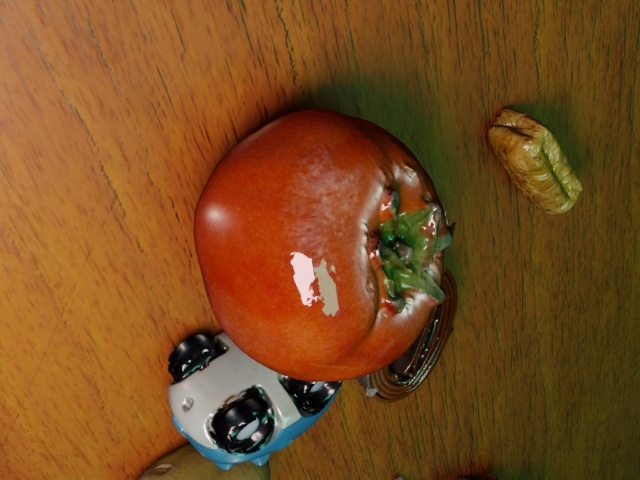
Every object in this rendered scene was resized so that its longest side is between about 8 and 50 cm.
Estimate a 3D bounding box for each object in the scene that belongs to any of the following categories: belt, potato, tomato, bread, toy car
[{"bbox_3d":[0.127,0.139,1.328,0.184,0.105,0.262,3,116,-37],"label":"belt"},{"bbox_3d":[-0.173,0.374,1.206,0.251,0.174,0.159,-21,127,-45],"label":"potato"},{"bbox_3d":[0.000,0.000,1.028,0.341,0.272,0.342,-13,107,-52],"label":"tomato"},{"bbox_3d":[0.353,-0.126,1.328,0.083,0.114,0.211,-46,133,0],"label":"bread"},{"bbox_3d":[-0.090,0.218,1.155,0.255,0.188,0.190,-31,141,-23],"label":"toy car"}]

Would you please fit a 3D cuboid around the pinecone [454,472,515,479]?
[{"bbox_3d":[0.345,0.629,1.747,0.309,0.244,0.244,15,108,-26],"label":"pinecone"}]

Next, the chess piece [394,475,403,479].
[{"bbox_3d":[0.137,0.523,1.634,0.093,0.042,0.042,-36,134,-6],"label":"chess piece"}]
